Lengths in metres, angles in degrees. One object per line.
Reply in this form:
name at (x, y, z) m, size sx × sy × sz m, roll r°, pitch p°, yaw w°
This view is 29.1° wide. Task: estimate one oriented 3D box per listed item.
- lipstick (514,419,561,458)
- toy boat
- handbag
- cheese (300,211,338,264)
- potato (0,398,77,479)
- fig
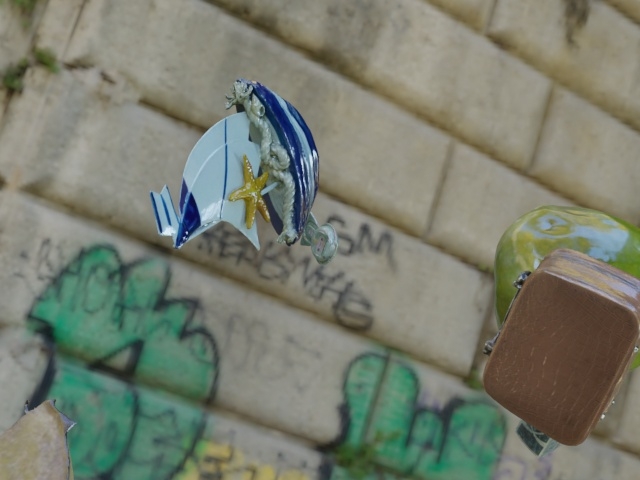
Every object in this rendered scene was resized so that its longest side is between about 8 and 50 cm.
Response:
lipstick at (0.393, 0.239, 1.954) m, size 0.077 × 0.076 × 0.290 m, roll 48°, pitch -34°, yaw 25°
toy boat at (-0.110, -0.068, 1.471) m, size 0.067 × 0.221 × 0.291 m, roll -2°, pitch 19°, yaw 39°
handbag at (0.259, 0.111, 1.322) m, size 0.151 × 0.193 × 0.072 m, roll 27°, pitch 33°, yaw 18°
cheese at (0.000, 0.000, 1.969) m, size 0.026 × 0.067 × 0.120 m, roll 10°, pitch 15°, yaw -28°
potato at (-0.212, 0.215, 0.695) m, size 0.138 × 0.243 × 0.098 m, roll 38°, pitch -27°, yaw 39°
fig at (0.369, 0.087, 1.602) m, size 0.314 × 0.233 × 0.233 m, roll 28°, pitch -10°, yaw 19°
